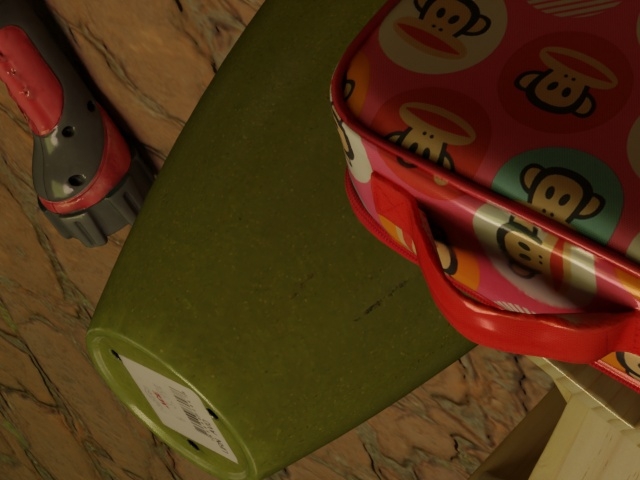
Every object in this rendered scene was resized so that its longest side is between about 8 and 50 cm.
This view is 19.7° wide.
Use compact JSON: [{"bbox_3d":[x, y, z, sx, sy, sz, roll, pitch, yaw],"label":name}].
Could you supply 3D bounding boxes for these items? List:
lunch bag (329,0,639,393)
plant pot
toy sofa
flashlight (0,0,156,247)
[{"bbox_3d":[0.156,-0.040,0.877,0.293,0.258,0.120,31,153,27],"label":"lunch bag"},{"bbox_3d":[0.000,0.000,1.150,0.275,0.293,0.275,34,156,18],"label":"plant pot"},{"bbox_3d":[0.212,0.136,1.232,0.177,0.150,0.362,39,157,15],"label":"toy sofa"},{"bbox_3d":[-0.252,-0.126,1.562,0.304,0.103,0.103,56,-172,-40],"label":"flashlight"}]
